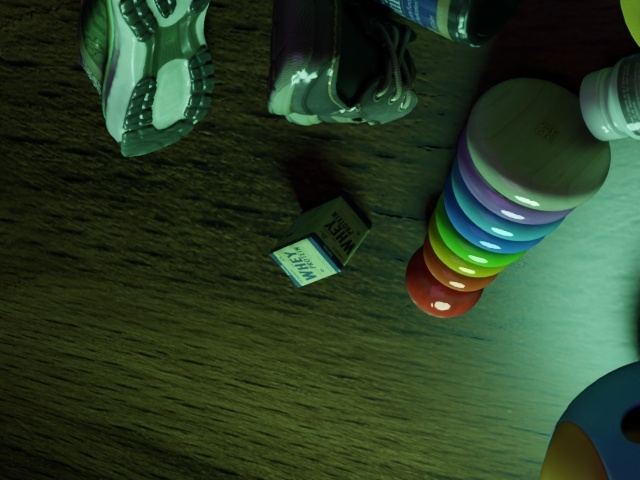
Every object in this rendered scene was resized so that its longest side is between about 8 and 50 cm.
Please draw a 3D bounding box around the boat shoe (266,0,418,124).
[{"bbox_3d":[0.026,-0.172,1.075,0.130,0.355,0.132,3,94,3],"label":"boat shoe"}]

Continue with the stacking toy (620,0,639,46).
[{"bbox_3d":[0.292,-0.317,0.875,0.279,0.130,0.309,50,145,26],"label":"stacking toy"}]

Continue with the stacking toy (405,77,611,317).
[{"bbox_3d":[0.171,-0.021,1.225,0.141,0.141,0.330,33,149,5],"label":"stacking toy"}]

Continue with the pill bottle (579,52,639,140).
[{"bbox_3d":[0.303,-0.131,1.035,0.137,0.078,0.078,-10,123,42],"label":"pill bottle"}]

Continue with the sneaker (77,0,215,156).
[{"bbox_3d":[-0.209,-0.280,1.239,0.182,0.158,0.410,41,140,23],"label":"sneaker"}]

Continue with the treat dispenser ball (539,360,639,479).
[{"bbox_3d":[0.369,0.264,1.216,0.288,0.288,0.288,21,139,19],"label":"treat dispenser ball"}]

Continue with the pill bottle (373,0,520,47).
[{"bbox_3d":[0.069,-0.266,1.030,0.219,0.123,0.123,31,142,23],"label":"pill bottle"}]

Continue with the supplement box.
[{"bbox_3d":[0.000,0.000,1.393,0.056,0.083,0.083,49,140,-16],"label":"supplement box"}]
